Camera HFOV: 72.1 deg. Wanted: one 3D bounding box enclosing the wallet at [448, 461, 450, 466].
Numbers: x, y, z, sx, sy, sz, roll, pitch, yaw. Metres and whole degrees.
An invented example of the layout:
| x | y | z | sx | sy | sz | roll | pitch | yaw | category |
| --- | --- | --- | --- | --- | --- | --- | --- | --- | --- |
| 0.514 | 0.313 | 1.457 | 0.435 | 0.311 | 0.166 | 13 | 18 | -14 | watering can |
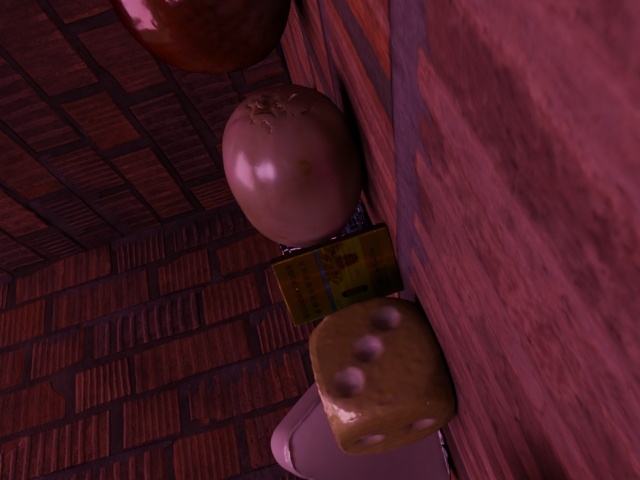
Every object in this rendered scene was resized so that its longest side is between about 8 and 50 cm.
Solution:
| x | y | z | sx | sy | sz | roll | pitch | yaw | category |
| --- | --- | --- | --- | --- | --- | --- | --- | --- | --- |
| 0.237 | 0.428 | 0.961 | 0.152 | 0.039 | 0.117 | 62 | -173 | -77 | wallet |

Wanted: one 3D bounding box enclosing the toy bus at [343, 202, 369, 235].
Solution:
| x | y | z | sx | sy | sz | roll | pitch | yaw | category |
| --- | --- | --- | --- | --- | --- | --- | --- | --- | --- |
| 0.083 | -0.011 | 0.918 | 0.075 | 0.064 | 0.190 | 55 | -168 | -42 | toy bus |

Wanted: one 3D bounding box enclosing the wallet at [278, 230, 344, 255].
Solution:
| x | y | z | sx | sy | sz | roll | pitch | yaw | category |
| --- | --- | --- | --- | --- | --- | --- | --- | --- | --- |
| 0.000 | 0.000 | 1.059 | 0.041 | 0.247 | 0.322 | -20 | -87 | -64 | wallet |

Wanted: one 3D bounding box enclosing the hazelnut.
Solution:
| x | y | z | sx | sy | sz | roll | pitch | yaw | category |
| --- | --- | --- | --- | --- | --- | --- | --- | --- | --- |
| -0.216 | -0.524 | 0.818 | 0.409 | 0.360 | 0.359 | 78 | 176 | -51 | hazelnut |

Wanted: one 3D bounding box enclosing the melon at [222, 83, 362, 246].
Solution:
| x | y | z | sx | sy | sz | roll | pitch | yaw | category |
| --- | --- | --- | --- | --- | --- | --- | --- | --- | --- |
| -0.040 | -0.114 | 0.737 | 0.316 | 0.223 | 0.222 | 70 | -178 | -57 | melon |

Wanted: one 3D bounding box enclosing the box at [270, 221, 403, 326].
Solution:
| x | y | z | sx | sy | sz | roll | pitch | yaw | category |
| --- | --- | --- | --- | --- | --- | --- | --- | --- | --- |
| 0.029 | 0.057 | 0.721 | 0.030 | 0.193 | 0.121 | -112 | 4 | -69 | box |

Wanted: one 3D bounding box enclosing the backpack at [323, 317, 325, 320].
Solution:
| x | y | z | sx | sy | sz | roll | pitch | yaw | category |
| --- | --- | --- | --- | --- | --- | --- | --- | --- | --- |
| 0.037 | 0.061 | 1.283 | 0.378 | 0.201 | 0.353 | -111 | 1 | -61 | backpack |

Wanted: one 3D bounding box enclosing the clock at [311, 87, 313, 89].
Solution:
| x | y | z | sx | sy | sz | roll | pitch | yaw | category |
| --- | --- | --- | --- | --- | --- | --- | --- | --- | --- |
| -0.022 | -0.310 | 1.283 | 0.186 | 0.084 | 0.253 | -103 | -6 | -74 | clock |

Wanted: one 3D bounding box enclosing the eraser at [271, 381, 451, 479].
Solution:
| x | y | z | sx | sy | sz | roll | pitch | yaw | category |
| --- | --- | --- | --- | --- | --- | --- | --- | --- | --- |
| 0.097 | 0.332 | 0.880 | 0.150 | 0.332 | 0.330 | 133 | 122 | -66 | eraser |

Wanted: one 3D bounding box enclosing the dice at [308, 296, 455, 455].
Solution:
| x | y | z | sx | sy | sz | roll | pitch | yaw | category |
| --- | --- | --- | --- | --- | --- | --- | --- | --- | --- |
| 0.086 | 0.196 | 0.639 | 0.169 | 0.170 | 0.166 | 72 | 180 | -50 | dice |
